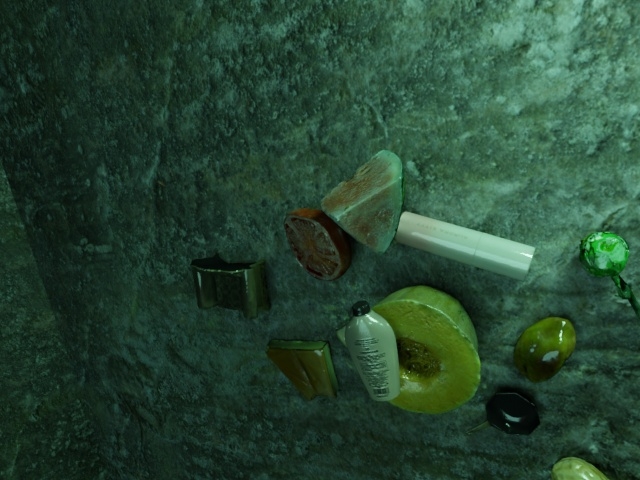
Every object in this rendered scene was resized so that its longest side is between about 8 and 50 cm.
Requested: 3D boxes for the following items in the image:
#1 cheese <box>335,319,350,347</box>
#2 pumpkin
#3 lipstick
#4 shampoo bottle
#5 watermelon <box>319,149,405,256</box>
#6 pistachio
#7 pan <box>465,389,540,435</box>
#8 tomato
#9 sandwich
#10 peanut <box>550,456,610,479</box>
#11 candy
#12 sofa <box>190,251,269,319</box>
[{"bbox_3d":[0.128,0.335,1.390,0.097,0.037,0.192,-39,84,35],"label":"cheese"},{"bbox_3d":[0.268,0.268,1.205,0.332,0.199,0.332,11,117,22],"label":"pumpkin"},{"bbox_3d":[0.351,0.010,1.119,0.327,0.087,0.087,18,115,25],"label":"lipstick"},{"bbox_3d":[0.130,0.271,1.117,0.127,0.078,0.257,-10,106,25],"label":"shampoo bottle"},{"bbox_3d":[0.106,-0.101,1.131,0.201,0.213,0.261,9,109,-17],"label":"watermelon"},{"bbox_3d":[0.535,0.265,1.088,0.110,0.100,0.189,32,121,17],"label":"pistachio"},{"bbox_3d":[0.482,0.460,1.215,0.202,0.048,0.128,-14,98,32],"label":"pan"},{"bbox_3d":[0.000,0.000,1.307,0.237,0.095,0.237,29,139,29],"label":"tomato"},{"bbox_3d":[-0.065,0.448,1.528,0.245,0.063,0.212,-6,104,33],"label":"sandwich"},{"bbox_3d":[0.723,0.652,1.093,0.305,0.147,0.147,20,115,29],"label":"peanut"},{"bbox_3d":[0.673,0.123,0.982,0.097,0.097,0.323,-30,97,34],"label":"candy"},{"bbox_3d":[-0.314,0.161,1.508,0.258,0.182,0.200,6,110,29],"label":"sofa"}]
